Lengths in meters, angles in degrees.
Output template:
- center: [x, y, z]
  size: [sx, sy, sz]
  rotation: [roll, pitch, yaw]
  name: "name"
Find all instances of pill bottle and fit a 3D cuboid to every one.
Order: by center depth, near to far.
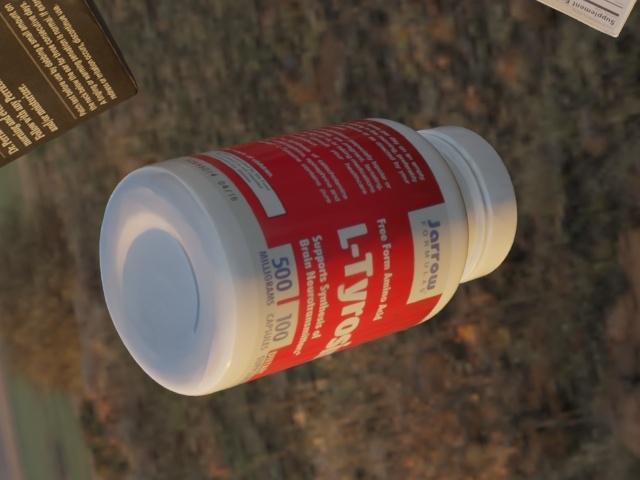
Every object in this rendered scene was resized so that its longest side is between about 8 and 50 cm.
- center: [0.000, 0.000, 1.596]
  size: [0.229, 0.408, 0.229]
  rotation: [21, 118, 46]
  name: "pill bottle"

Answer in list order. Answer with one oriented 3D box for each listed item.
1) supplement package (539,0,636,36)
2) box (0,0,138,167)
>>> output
- center: [0.352, -0.388, 1.853]
  size: [0.244, 0.134, 0.139]
  rotation: [-66, -5, 25]
  name: "supplement package"
- center: [-0.493, -0.259, 1.396]
  size: [0.480, 0.472, 0.297]
  rotation: [61, 177, 21]
  name: "box"
